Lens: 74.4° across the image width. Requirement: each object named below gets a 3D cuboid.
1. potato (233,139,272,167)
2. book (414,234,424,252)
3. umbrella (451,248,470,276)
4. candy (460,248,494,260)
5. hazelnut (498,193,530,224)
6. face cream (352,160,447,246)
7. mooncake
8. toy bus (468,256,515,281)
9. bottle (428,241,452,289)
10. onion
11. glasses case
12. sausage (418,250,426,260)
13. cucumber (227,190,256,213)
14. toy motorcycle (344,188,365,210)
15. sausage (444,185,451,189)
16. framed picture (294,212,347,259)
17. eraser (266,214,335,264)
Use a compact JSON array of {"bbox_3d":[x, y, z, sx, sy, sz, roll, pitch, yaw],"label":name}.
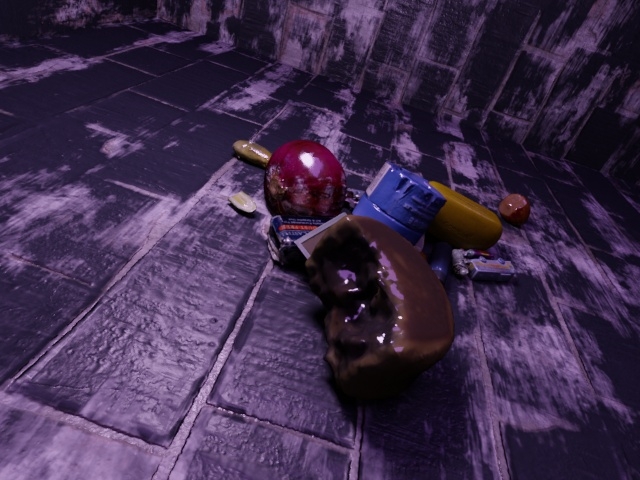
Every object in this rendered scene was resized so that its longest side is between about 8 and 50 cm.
[{"bbox_3d":[-0.272,-0.364,1.760,0.188,0.085,0.105,31,37,10],"label":"potato"},{"bbox_3d":[0.306,-0.086,1.689,0.239,0.035,0.352,21,34,5],"label":"book"},{"bbox_3d":[0.503,0.085,1.518,0.062,0.067,0.143,43,22,-17],"label":"umbrella"},{"bbox_3d":[0.620,0.061,1.625,0.174,0.043,0.045,15,24,-5],"label":"candy"},{"bbox_3d":[0.921,-0.142,1.995,0.143,0.143,0.154,8,43,-16],"label":"hazelnut"},{"bbox_3d":[0.267,-0.120,1.433,0.248,0.225,0.249,28,19,-10],"label":"face cream"},{"bbox_3d":[0.122,0.163,1.027,0.393,0.246,0.394,37,39,-1],"label":"mooncake"},{"bbox_3d":[0.622,0.107,1.544,0.190,0.064,0.075,6,42,-19],"label":"toy bus"},{"bbox_3d":[0.406,0.087,1.454,0.082,0.072,0.244,48,34,-9],"label":"bottle"},{"bbox_3d":[-0.041,-0.217,1.499,0.281,0.260,0.337,1,31,-34],"label":"onion"},{"bbox_3d":[0.524,-0.076,1.639,0.371,0.173,0.141,26,36,-12],"label":"glasses case"},{"bbox_3d":[0.305,0.062,1.461,0.183,0.054,0.062,3,66,-27],"label":"sausage"},{"bbox_3d":[-0.264,-0.122,1.461,0.067,0.035,0.107,-33,58,-29],"label":"cucumber"},{"bbox_3d":[0.121,-0.149,1.654,0.213,0.082,0.122,6,30,3],"label":"toy motorcycle"},{"bbox_3d":[0.598,-0.189,1.943,0.077,0.077,0.194,3,37,-22],"label":"sausage"},{"bbox_3d":[0.087,0.072,1.262,0.232,0.019,0.296,-30,77,-37],"label":"framed picture"},{"bbox_3d":[0.000,0.000,1.356,0.331,0.102,0.155,0,39,-25],"label":"eraser"}]
